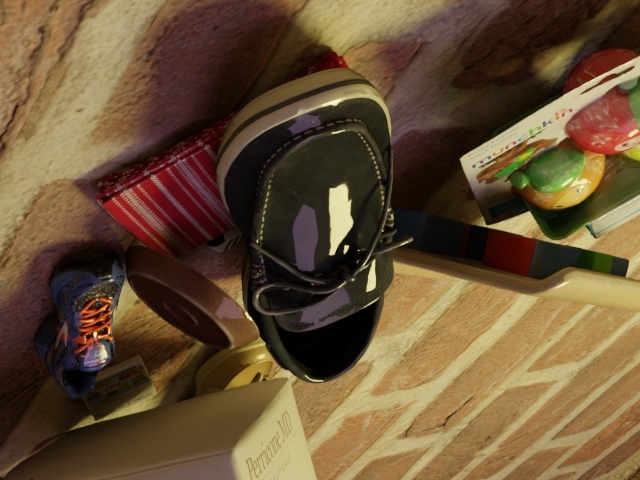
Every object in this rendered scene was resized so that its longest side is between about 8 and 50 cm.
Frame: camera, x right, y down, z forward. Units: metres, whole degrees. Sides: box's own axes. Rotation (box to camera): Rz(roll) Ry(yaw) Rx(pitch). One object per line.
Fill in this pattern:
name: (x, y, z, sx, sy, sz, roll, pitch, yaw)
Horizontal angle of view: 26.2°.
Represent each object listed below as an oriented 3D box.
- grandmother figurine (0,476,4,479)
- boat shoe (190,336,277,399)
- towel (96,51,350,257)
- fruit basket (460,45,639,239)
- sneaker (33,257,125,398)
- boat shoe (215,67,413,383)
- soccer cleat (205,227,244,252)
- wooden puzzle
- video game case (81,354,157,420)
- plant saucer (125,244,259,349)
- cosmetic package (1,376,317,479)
grandmother figurine: (-0.478, 0.291, 1.636, 0.208, 0.104, 0.342, 16, 141, -19)
boat shoe: (-0.119, 0.224, 1.859, 0.105, 0.089, 0.285, -12, 150, -29)
towel: (-0.075, -0.078, 1.401, 0.275, 0.031, 0.199, -28, 156, 4)
fruit basket: (0.318, -0.118, 1.517, 0.327, 0.165, 0.353, -30, 170, 4)
sneaker: (-0.249, 0.094, 1.488, 0.083, 0.087, 0.221, -15, 152, -27)
boat shoe: (0.000, 0.000, 1.410, 0.187, 0.156, 0.500, -20, 153, -13)
soccer cleat: (-0.091, -0.013, 1.511, 0.083, 0.029, 0.036, -34, 159, 23)
wooden puzzle: (0.215, 0.021, 1.670, 0.348, 0.080, 0.322, 8, 180, 37)
video game case: (-0.258, 0.188, 1.746, 0.087, 0.011, 0.122, -23, 155, -8)
plant saucer: (-0.142, 0.067, 1.461, 0.029, 0.168, 0.168, -57, 162, -19)
cosmetic package: (-0.166, 0.417, 1.635, 0.328, 0.393, 0.329, -14, -175, 12)
